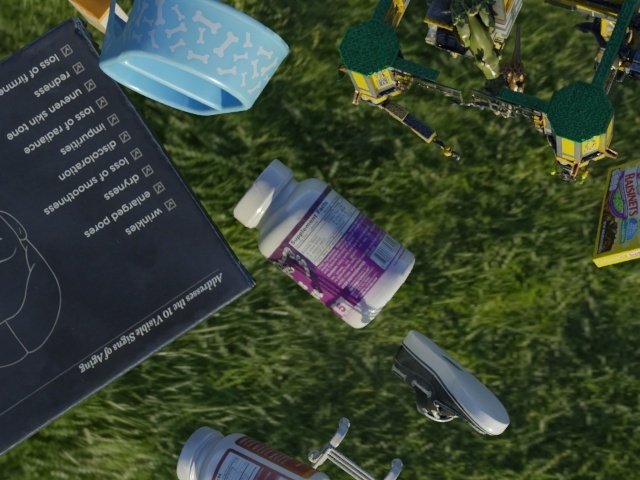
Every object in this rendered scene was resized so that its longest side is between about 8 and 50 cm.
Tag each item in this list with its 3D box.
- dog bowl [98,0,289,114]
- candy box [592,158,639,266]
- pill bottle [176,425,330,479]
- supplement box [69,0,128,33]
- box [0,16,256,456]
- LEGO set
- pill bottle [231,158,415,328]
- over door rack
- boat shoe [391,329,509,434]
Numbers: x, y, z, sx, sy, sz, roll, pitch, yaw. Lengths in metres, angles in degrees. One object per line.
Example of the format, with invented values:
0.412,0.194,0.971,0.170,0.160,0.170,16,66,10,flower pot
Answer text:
-0.147,-0.196,1.171,0.166,0.297,0.074,24,85,-23,dog bowl
0.516,-0.052,1.816,0.027,0.105,0.206,45,48,-31,candy box
-0.102,0.361,1.629,0.216,0.121,0.121,22,75,25,pill bottle
-0.293,-0.306,1.465,0.062,0.098,0.036,36,87,12,supplement box
-0.429,-0.001,1.678,0.480,0.297,0.472,-33,94,-5,box
0.195,-0.191,1.145,0.331,0.192,0.255,13,76,17,LEGO set
0.000,0.000,1.887,0.301,0.169,0.169,39,74,-1,pill bottle
0.042,0.475,1.828,0.239,0.108,0.324,37,112,3,over door rack
0.214,0.267,1.901,0.108,0.301,0.102,27,99,-36,boat shoe
